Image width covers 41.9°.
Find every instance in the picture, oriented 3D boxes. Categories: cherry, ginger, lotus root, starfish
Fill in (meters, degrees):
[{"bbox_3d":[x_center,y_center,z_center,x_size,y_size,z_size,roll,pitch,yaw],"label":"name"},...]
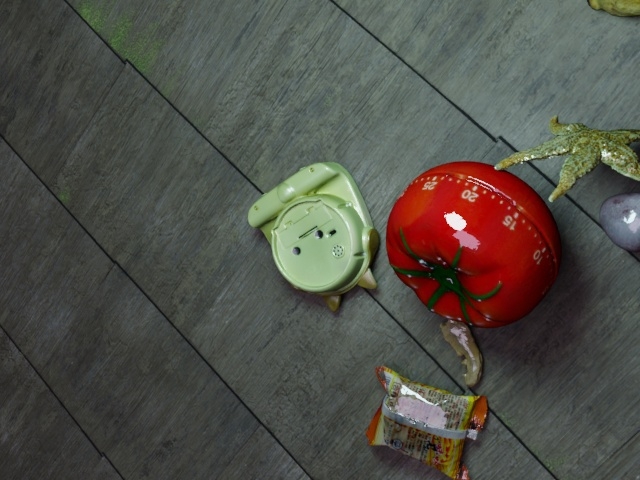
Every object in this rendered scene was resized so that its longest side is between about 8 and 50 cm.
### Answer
[{"bbox_3d":[0.676,-0.070,1.767,0.188,0.115,0.148,-63,29,9],"label":"cherry"},{"bbox_3d":[0.344,0.263,1.990,0.070,0.051,0.173,-25,81,30],"label":"ginger"},{"bbox_3d":[0.654,-0.528,1.727,0.214,0.138,0.138,-20,85,38],"label":"lotus root"},{"bbox_3d":[0.553,-0.172,1.694,0.347,0.358,0.078,18,127,20],"label":"starfish"}]

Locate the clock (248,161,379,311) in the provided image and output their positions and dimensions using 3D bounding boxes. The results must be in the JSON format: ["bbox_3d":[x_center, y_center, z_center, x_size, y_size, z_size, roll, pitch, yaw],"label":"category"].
[{"bbox_3d":[0.000,0.000,2.108,0.286,0.117,0.348,-33,79,26],"label":"clock"}]

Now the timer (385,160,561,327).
[{"bbox_3d":[0.329,0.007,1.809,0.378,0.279,0.378,29,151,18],"label":"timer"}]

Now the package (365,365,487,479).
[{"bbox_3d":[0.244,0.446,2.026,0.288,0.108,0.223,16,103,23],"label":"package"}]
